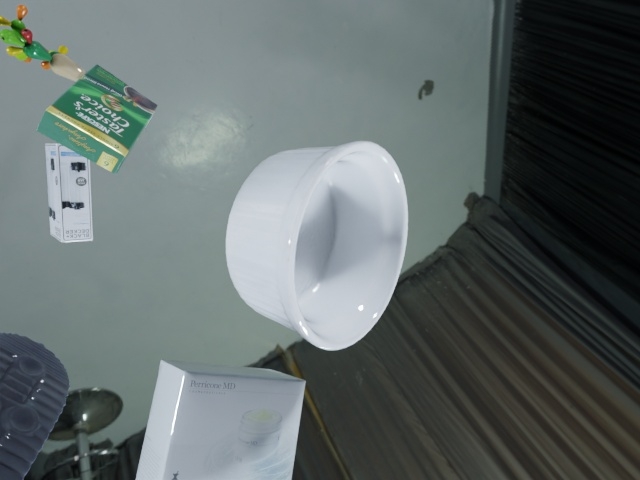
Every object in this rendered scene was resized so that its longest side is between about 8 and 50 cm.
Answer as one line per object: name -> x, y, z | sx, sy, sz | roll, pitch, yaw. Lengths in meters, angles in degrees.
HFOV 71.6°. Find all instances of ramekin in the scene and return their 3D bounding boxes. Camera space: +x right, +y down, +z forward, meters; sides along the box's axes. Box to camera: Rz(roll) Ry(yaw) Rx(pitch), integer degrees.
ramekin -> 0.000, 0.000, 0.623 | 0.277, 0.135, 0.277 | -18, 113, -50

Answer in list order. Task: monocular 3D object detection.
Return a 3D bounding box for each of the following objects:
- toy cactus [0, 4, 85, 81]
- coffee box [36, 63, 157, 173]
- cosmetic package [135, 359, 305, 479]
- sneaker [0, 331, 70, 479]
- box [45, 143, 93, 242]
toy cactus -> -0.637, -0.440, 1.036 | 0.180, 0.219, 0.112 | 30, 86, -10
coffee box -> -0.322, -0.186, 0.663 | 0.113, 0.184, 0.040 | 33, 121, -24
cosmetic package -> -0.165, 0.330, 0.745 | 0.224, 0.138, 0.224 | 16, 75, -33
sneaker -> -0.271, 0.186, 0.262 | 0.131, 0.319, 0.112 | -43, 104, 7
box -> -0.770, -0.148, 1.358 | 0.087, 0.169, 0.290 | -7, 105, -41
